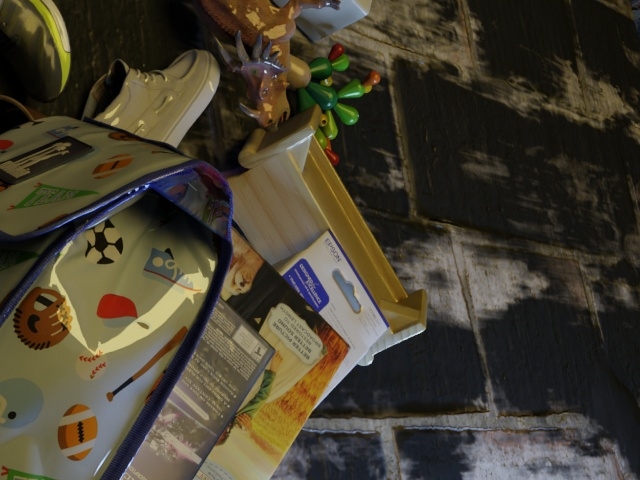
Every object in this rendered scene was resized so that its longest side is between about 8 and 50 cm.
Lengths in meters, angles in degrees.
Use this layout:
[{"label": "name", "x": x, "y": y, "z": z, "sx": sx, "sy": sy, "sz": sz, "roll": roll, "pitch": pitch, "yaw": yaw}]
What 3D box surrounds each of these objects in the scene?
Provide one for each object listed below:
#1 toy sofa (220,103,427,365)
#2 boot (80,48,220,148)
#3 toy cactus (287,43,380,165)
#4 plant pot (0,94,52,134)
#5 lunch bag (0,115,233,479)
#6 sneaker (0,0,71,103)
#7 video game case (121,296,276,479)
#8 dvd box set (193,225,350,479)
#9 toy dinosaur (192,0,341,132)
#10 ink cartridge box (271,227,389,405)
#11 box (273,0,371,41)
[{"label": "toy sofa", "x": 0.000, "y": 0.000, "z": 1.875, "sx": 0.363, "sy": 0.177, "sz": 0.150, "roll": 59, "pitch": 14, "yaw": -13}, {"label": "boot", "x": -0.224, "y": -0.199, "z": 1.701, "sx": 0.123, "sy": 0.095, "sz": 0.258, "roll": 53, "pitch": 41, "yaw": -31}, {"label": "toy cactus", "x": -0.005, "y": -0.236, "z": 2.004, "sx": 0.180, "sy": 0.112, "sz": 0.219, "roll": 35, "pitch": 57, "yaw": -24}, {"label": "plant pot", "x": -0.323, "y": -0.077, "z": 1.483, "sx": 0.165, "sy": 0.167, "sz": 0.167, "roll": 1, "pitch": 73, "yaw": -58}, {"label": "lunch bag", "x": -0.279, "y": 0.057, "z": 1.215, "sx": 0.239, "sy": 0.328, "sz": 0.385, "roll": 41, "pitch": 79, "yaw": -35}, {"label": "sneaker", "x": -0.410, "y": -0.287, "z": 1.524, "sx": 0.121, "sy": 0.111, "sz": 0.300, "roll": -40, "pitch": 100, "yaw": -41}, {"label": "video game case", "x": -0.186, "y": 0.163, "z": 1.470, "sx": 0.196, "sy": 0.026, "sz": 0.274, "roll": 45, "pitch": 54, "yaw": -16}, {"label": "dvd box set", "x": -0.171, "y": 0.182, "z": 1.531, "sx": 0.307, "sy": 0.062, "sz": 0.420, "roll": 47, "pitch": 53, "yaw": -15}, {"label": "toy dinosaur", "x": -0.114, "y": -0.312, "z": 1.806, "sx": 0.295, "sy": 0.127, "sz": 0.200, "roll": 42, "pitch": 52, "yaw": 12}, {"label": "ink cartridge box", "x": -0.065, "y": 0.154, "z": 1.709, "sx": 0.371, "sy": 0.069, "sz": 0.176, "roll": -42, "pitch": 107, "yaw": -37}, {"label": "box", "x": -0.052, "y": -0.477, "z": 2.024, "sx": 0.311, "sy": 0.121, "sz": 0.148, "roll": 40, "pitch": 45, "yaw": -33}]
